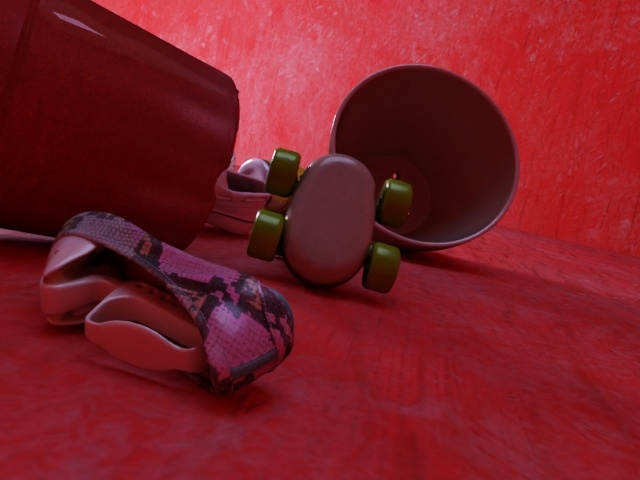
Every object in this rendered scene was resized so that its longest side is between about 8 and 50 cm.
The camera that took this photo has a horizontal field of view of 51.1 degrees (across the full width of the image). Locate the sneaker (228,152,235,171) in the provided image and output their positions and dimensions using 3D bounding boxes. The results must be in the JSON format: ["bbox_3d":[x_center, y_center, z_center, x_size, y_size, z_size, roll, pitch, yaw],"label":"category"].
[{"bbox_3d":[-0.220,-0.167,1.530,0.090,0.115,0.232,12,7,-4],"label":"sneaker"}]

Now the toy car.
[{"bbox_3d":[0.000,0.000,0.773,0.155,0.149,0.188,16,-22,-5],"label":"toy car"}]

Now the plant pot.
[{"bbox_3d":[-0.237,-0.113,0.636,0.265,0.272,0.272,17,4,-30],"label":"plant pot"}]

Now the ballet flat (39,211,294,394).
[{"bbox_3d":[-0.118,0.034,0.409,0.221,0.077,0.079,18,29,34],"label":"ballet flat"}]

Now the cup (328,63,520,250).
[{"bbox_3d":[0.159,-0.117,1.225,0.331,0.331,0.237,12,-17,-7],"label":"cup"}]

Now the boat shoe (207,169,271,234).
[{"bbox_3d":[-0.160,-0.078,0.881,0.267,0.088,0.096,23,21,-51],"label":"boat shoe"}]

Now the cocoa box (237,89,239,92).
[{"bbox_3d":[-0.351,-0.211,1.207,0.347,0.228,0.231,13,7,2],"label":"cocoa box"}]

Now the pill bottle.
[{"bbox_3d":[-0.077,-0.106,1.363,0.103,0.103,0.184,19,10,40],"label":"pill bottle"}]
